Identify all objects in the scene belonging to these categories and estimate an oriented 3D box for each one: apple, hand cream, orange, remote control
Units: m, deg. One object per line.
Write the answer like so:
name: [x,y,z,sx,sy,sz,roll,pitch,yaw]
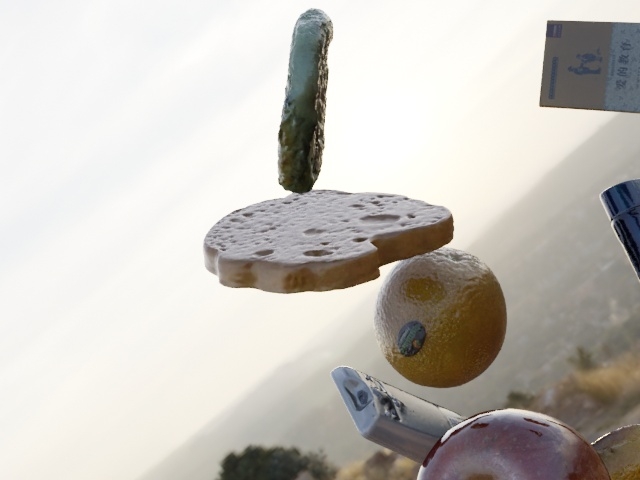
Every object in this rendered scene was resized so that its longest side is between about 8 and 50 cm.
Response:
apple: [0.202,0.272,1.014,0.201,0.201,0.162,-41,-34,18]
hand cream: [0.472,0.042,1.361,0.120,0.270,0.061,-8,-26,-24]
orange: [0.194,0.126,1.629,0.236,0.236,0.236,-40,-3,-3]
remote control: [0.147,0.229,1.204,0.055,0.313,0.109,-48,39,16]

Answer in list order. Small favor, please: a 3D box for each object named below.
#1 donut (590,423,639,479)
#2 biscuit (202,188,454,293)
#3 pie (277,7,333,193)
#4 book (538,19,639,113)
donut: [0.393,0.314,1.245,0.190,0.174,0.074,-33,28,18]
biscuit: [0.000,0.000,1.393,0.351,0.057,0.312,4,24,32]
pie: [-0.018,-0.171,1.244,0.240,0.054,0.240,5,-90,-88]
book: [0.379,-0.228,1.317,0.172,0.118,0.012,7,6,22]
